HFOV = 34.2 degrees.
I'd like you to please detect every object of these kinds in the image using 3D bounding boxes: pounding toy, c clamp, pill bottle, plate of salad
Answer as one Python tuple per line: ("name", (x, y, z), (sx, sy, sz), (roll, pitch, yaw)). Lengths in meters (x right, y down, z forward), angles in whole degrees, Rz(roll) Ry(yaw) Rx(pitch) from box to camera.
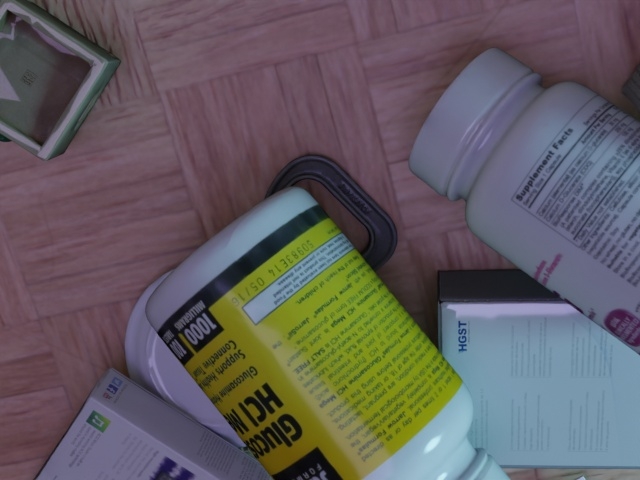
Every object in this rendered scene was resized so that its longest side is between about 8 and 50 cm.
("pounding toy", (-0.283, -0.147, 0.984), (0.130, 0.100, 0.141), (33, 99, -6))
("c clamp", (0.000, 0.000, 1.032), (0.137, 0.022, 0.160), (-36, 102, 17))
("pill bottle", (0.013, 0.132, 0.930), (0.188, 0.188, 0.334), (-40, 86, 17))
("plate of salad", (-0.104, 0.117, 1.072), (0.200, 0.048, 0.199), (3, 101, 13))
("pill bottle", (0.226, -0.033, 0.887), (0.283, 0.160, 0.160), (38, 110, 16))

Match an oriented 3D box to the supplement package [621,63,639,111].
("supplement package", (0.378, -0.150, 0.845), (0.149, 0.194, 0.203), (31, 109, -5))

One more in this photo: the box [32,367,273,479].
("box", (-0.145, 0.302, 1.110), (0.322, 0.058, 0.232), (35, 124, -5))

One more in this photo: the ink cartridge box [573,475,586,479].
("ink cartridge box", (0.282, 0.298, 1.101), (0.063, 0.029, 0.115), (-34, 101, 17))

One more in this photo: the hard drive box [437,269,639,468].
("hard drive box", (0.231, 0.124, 1.014), (0.232, 0.089, 0.181), (0, 109, 6))
